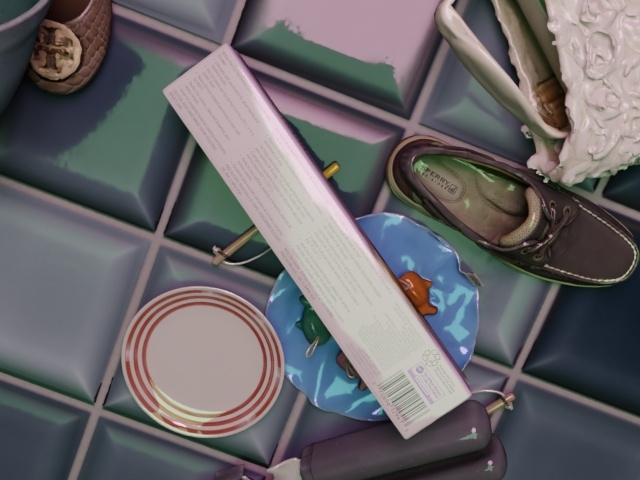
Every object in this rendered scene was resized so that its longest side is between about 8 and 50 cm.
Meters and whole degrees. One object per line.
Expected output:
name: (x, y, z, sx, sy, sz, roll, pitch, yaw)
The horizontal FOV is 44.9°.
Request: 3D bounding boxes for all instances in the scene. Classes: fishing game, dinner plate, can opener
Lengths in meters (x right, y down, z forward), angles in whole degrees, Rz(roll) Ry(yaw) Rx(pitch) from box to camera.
fishing game: (0.046, 0.071, 0.654, 0.189, 0.041, 0.264, -33, 99, 9)
dinner plate: (-0.100, 0.104, 0.668, 0.141, 0.017, 0.141, 1, 105, 4)
can opener: (0.014, 0.217, 0.644, 0.283, 0.095, 0.076, -20, 114, 16)

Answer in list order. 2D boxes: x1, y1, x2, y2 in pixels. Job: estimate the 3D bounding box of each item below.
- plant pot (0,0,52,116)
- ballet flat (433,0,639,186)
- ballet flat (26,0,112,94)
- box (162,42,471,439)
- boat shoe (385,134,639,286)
plant pot: (-0.343, -0.128, 0.517, 0.293, 0.293, 0.196, 24, 126, -4)
ballet flat: (0.125, -0.216, 0.542, 0.147, 0.147, 0.409, -30, 99, 6)
ballet flat: (-0.196, -0.237, 0.586, 0.084, 0.058, 0.250, 9, 100, -3)
box: (0.000, 0.000, 0.603, 0.067, 0.063, 0.324, -36, 89, 6)
boat shoe: (0.157, -0.017, 0.618, 0.223, 0.073, 0.080, 26, 100, -4)
